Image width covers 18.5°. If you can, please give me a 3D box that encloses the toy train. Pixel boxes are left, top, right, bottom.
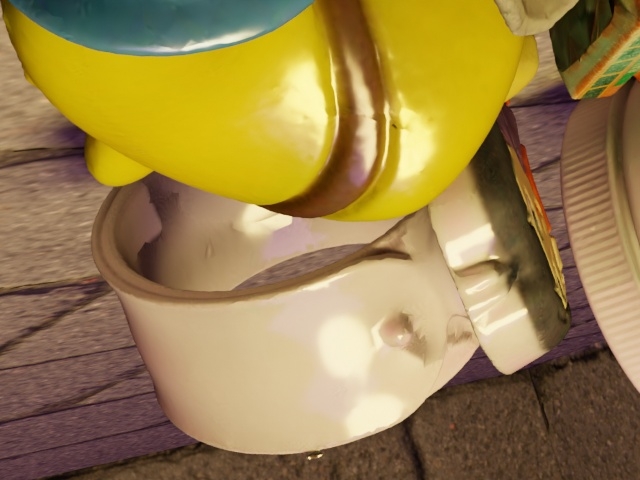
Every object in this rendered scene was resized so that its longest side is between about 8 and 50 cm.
[{"bbox_3d":[0.173,-0.127,0.962,0.099,0.072,0.188,-9,170,-8],"label":"toy train"}]

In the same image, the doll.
[{"bbox_3d":[-0.023,-0.075,0.718,0.199,0.145,0.363,-34,162,17],"label":"doll"}]

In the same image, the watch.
[{"bbox_3d":[0.000,0.000,1.000,0.231,0.196,0.244,-14,-149,6],"label":"watch"}]

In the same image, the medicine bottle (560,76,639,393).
[{"bbox_3d":[0.316,-0.023,1.246,0.241,0.252,0.252,-21,169,33],"label":"medicine bottle"}]

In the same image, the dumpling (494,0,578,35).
[{"bbox_3d":[0.048,-0.126,0.568,0.100,0.134,0.169,-19,173,9],"label":"dumpling"}]
